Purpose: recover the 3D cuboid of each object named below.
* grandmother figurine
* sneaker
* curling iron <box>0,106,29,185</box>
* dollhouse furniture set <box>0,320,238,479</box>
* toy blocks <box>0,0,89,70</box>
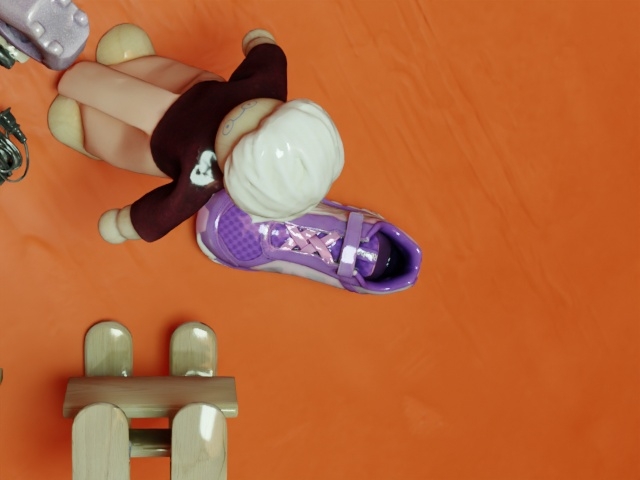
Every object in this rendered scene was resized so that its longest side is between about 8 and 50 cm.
[{"bbox_3d":[-0.099,-0.083,1.117,0.104,0.342,0.207,32,83,-34],"label":"grandmother figurine"},{"bbox_3d":[0.000,0.000,1.347,0.236,0.104,0.095,14,95,-34],"label":"sneaker"},{"bbox_3d":[-0.349,-0.114,1.138,0.274,0.035,0.068,26,66,-30],"label":"curling iron"},{"bbox_3d":[-0.189,0.106,1.189,0.242,0.212,0.161,0,104,-6],"label":"dollhouse furniture set"},{"bbox_3d":[-0.161,-0.302,0.994,0.288,0.260,0.309,44,75,-35],"label":"toy blocks"}]
